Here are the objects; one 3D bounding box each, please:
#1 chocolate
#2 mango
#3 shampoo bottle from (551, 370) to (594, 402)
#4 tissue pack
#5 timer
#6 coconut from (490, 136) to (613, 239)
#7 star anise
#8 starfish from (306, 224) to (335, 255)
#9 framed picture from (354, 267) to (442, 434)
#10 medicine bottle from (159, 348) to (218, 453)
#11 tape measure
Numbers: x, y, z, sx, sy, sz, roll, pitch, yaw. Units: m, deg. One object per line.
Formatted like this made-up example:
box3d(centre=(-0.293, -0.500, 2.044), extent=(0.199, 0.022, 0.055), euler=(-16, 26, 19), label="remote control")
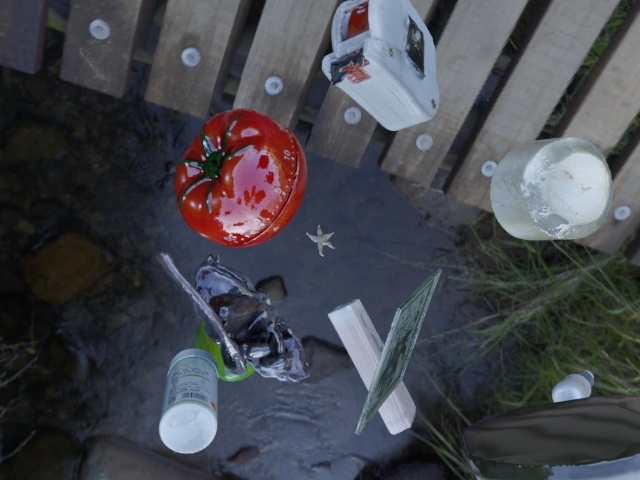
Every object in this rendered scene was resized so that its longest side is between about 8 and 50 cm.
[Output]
box3d(centre=(0.407, 0.424, 0.953), extent=(0.315, 0.326, 0.296), euler=(-10, 91, 6), label="chocolate")
box3d(centre=(-0.270, 0.315, 1.855), extent=(0.226, 0.382, 0.201), euler=(-8, 105, -8), label="mango")
box3d(centre=(0.663, 0.380, 1.578), extent=(0.074, 0.192, 0.073), euler=(5, 98, 40), label="shampoo bottle")
box3d(centre=(0.132, 0.305, 1.524), extent=(0.071, 0.170, 0.325), euler=(-28, 86, 10), label="tissue pack")
box3d(centre=(-0.215, -0.166, 1.676), extent=(0.378, 0.377, 0.279), euler=(-39, 143, 20), label="timer")
box3d(centre=(0.434, -0.096, 1.170), extent=(0.202, 0.222, 0.201), euler=(0, 91, -12), label="coconut")
box3d(centre=(-0.156, 0.139, 1.097), extent=(0.139, 0.316, 0.359), euler=(-41, 101, -2), label="star anise")
box3d(centre=(0.000, 0.000, 1.763), extent=(0.086, 0.016, 0.092), euler=(3, 80, -18), label="starfish")
box3d(centre=(0.119, 0.165, 0.927), extent=(0.010, 0.173, 0.231), euler=(25, 119, 21), label="framed picture")
box3d(centre=(-0.206, 0.249, 0.970), extent=(0.086, 0.183, 0.086), euler=(-2, 107, -8), label="medicine bottle")
box3d(centre=(0.128, -0.354, 1.171), extent=(0.130, 0.264, 0.258), euler=(-12, 152, 37), label="tape measure")
